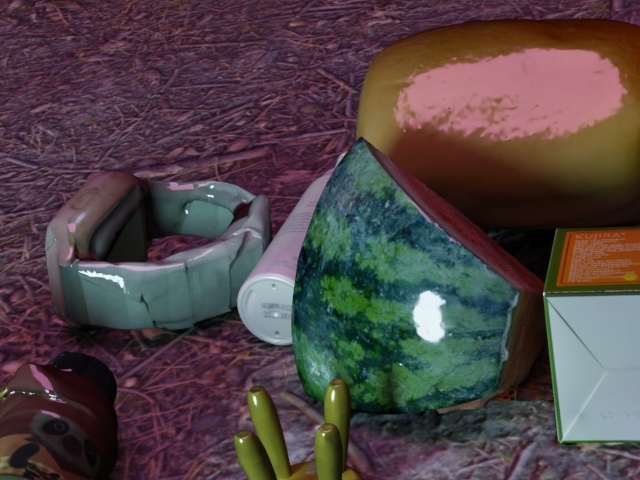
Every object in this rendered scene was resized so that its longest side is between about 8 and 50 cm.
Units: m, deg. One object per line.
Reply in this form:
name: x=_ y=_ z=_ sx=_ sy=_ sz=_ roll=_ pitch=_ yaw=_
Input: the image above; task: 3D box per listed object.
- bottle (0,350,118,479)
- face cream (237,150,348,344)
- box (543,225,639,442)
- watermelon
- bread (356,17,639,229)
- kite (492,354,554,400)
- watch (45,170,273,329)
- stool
bottle: x=-0.278 y=0.209 z=1.744 sx=0.143 sy=0.156 sz=0.271 roll=0 pitch=32 yaw=9
face cream: x=0.000 y=0.000 z=2.132 sx=0.102 sy=0.102 sz=0.345 roll=0 pitch=27 yaw=21
box: x=0.328 y=0.089 z=1.724 sx=0.195 sy=0.177 sz=0.148 roll=-3 pitch=29 yaw=15
watermelon: x=0.132 y=0.030 z=1.842 sx=0.283 sy=0.250 sz=0.292 roll=17 pitch=39 yaw=43
bread: x=0.236 y=-0.136 z=2.084 sx=0.376 sy=0.253 sz=0.348 roll=-1 pitch=1 yaw=12
kite: x=0.260 y=0.145 z=1.840 sx=0.222 sy=0.008 sz=0.125 roll=-24 pitch=31 yaw=-25
watch: x=-0.180 y=0.017 z=2.135 sx=0.241 sy=0.162 sz=0.253 roll=11 pitch=35 yaw=18
stool: x=-0.019 y=0.208 z=1.698 sx=0.134 sy=0.110 sz=0.135 roll=-27 pitch=29 yaw=-29
